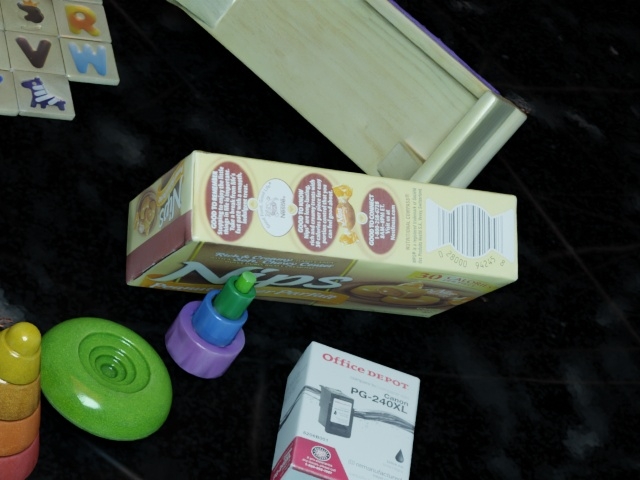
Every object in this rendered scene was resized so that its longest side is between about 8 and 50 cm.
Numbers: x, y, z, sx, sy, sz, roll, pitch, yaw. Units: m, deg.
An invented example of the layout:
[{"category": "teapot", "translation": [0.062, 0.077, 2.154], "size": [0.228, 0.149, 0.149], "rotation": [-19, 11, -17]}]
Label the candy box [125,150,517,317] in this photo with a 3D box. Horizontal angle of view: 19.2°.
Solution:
[{"category": "candy box", "translation": [0.000, 0.000, 1.724], "size": [0.316, 0.183, 0.087], "rotation": [8, 73, -23]}]

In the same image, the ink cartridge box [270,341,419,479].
[{"category": "ink cartridge box", "translation": [0.022, 0.174, 1.666], "size": [0.109, 0.063, 0.150], "rotation": [20, 43, -10]}]

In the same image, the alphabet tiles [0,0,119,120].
[{"category": "alphabet tiles", "translation": [-0.356, -0.254, 1.914], "size": [0.285, 0.011, 0.342], "rotation": [4, 48, -24]}]

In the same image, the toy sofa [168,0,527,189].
[{"category": "toy sofa", "translation": [0.025, -0.188, 1.898], "size": [0.362, 0.150, 0.177], "rotation": [43, 9, 15]}]

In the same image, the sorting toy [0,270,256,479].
[{"category": "sorting toy", "translation": [-0.174, 0.087, 1.560], "size": [0.127, 0.126, 0.365], "rotation": [49, 36, 19]}]
